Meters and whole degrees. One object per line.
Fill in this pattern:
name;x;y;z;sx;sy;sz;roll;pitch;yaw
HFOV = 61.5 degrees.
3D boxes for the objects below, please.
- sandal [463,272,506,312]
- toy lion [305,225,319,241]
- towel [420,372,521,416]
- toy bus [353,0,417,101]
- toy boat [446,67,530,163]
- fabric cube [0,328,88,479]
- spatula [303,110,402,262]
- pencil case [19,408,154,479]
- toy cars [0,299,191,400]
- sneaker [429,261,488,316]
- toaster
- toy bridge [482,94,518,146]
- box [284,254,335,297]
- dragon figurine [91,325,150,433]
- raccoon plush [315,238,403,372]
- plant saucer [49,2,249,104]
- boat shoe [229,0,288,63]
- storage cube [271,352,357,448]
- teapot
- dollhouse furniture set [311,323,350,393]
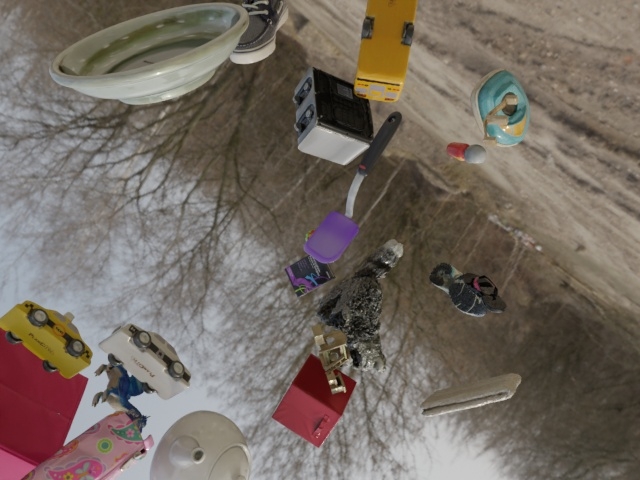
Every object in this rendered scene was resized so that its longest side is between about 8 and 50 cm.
sandal;0.419;0.120;1.363;0.067;0.040;0.179;-4;-156;-8
toy lion;0.000;0.000;1.788;0.100;0.096;0.034;52;155;-16
towel;0.442;0.457;1.586;0.187;0.282;0.049;0;-109;-63
toy bus;0.150;-0.484;1.164;0.108;0.332;0.130;9;171;2
toy boat;0.549;-0.365;1.712;0.267;0.318;0.148;47;174;-31
fabric cube;-0.733;0.395;1.195;0.258;0.254;0.259;46;-158;-29
spatula;0.066;-0.094;0.952;0.030;0.296;0.084;18;-167;-48
pencil case;-0.471;0.455;1.046;0.124;0.124;0.284;41;-139;16
toy cars;-0.447;0.211;1.102;0.394;0.176;0.087;13;-147;1
sneaker;0.474;0.164;1.741;0.122;0.110;0.283;33;-170;-26
toaster;0.032;-0.277;1.208;0.186;0.110;0.168;12;-120;-32
toy bridge;0.502;-0.345;1.534;0.063;0.188;0.026;12;151;40
box;-0.038;0.115;1.893;0.029;0.162;0.116;-7;-111;-64
dragon figurine;-0.541;0.394;1.491;0.144;0.085;0.289;27;-137;-44
raccoon plush;0.204;0.255;1.880;0.299;0.446;0.216;48;-177;-17
plant saucer;-0.328;-0.366;1.087;0.400;0.400;0.100;48;158;49
boat shoe;-0.171;-0.598;1.388;0.340;0.127;0.158;-79;-14;-45
storage cube;-0.019;0.539;1.826;0.193;0.183;0.215;31;-152;5
teapot;-0.243;0.525;1.228;0.187;0.252;0.256;9;-170;32
dollhouse furniture set;0.053;0.368;1.704;0.182;0.101;0.161;78;172;-49
